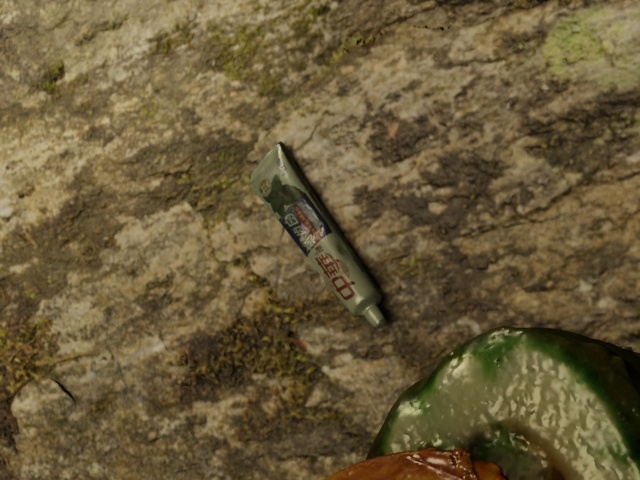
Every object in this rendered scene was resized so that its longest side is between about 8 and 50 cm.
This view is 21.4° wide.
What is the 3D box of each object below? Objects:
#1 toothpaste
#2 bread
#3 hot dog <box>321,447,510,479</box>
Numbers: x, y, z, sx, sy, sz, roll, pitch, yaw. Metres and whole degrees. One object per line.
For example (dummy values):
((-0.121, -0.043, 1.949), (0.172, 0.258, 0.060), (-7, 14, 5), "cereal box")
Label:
((0.000, 0.000, 1.768), (0.060, 0.038, 0.233), (-46, 65, 23), "toothpaste")
((0.220, 0.269, 1.574), (0.382, 0.129, 0.366), (21, 102, 30), "bread")
((0.105, 0.271, 1.479), (0.256, 0.153, 0.150), (18, 132, 41), "hot dog")
